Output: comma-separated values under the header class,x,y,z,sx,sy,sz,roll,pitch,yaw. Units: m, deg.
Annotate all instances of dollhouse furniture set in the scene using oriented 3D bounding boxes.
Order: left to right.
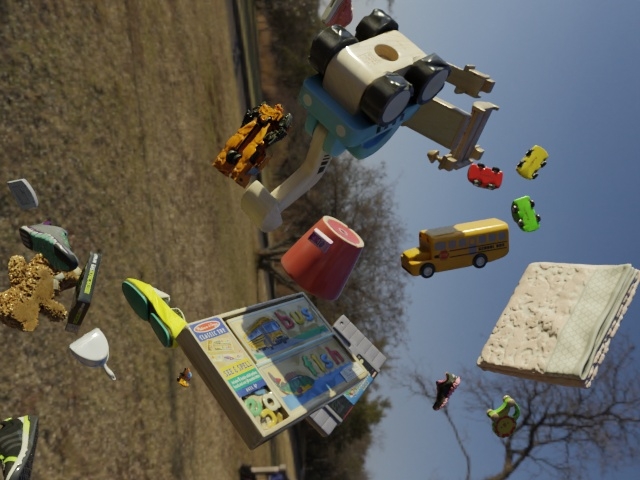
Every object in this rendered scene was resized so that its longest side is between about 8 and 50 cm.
class,x,y,z,sx,sy,sz,roll,pitch,yaw
dollhouse furniture set,0.412,-0.388,1.713,0.355,0.173,0.303,-23,141,-53

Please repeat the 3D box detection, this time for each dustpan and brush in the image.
class,x,y,z,sx,sy,sz,roll,pitch,yaw
dustpan and brush,-0.888,0.473,2.294,0.147,0.211,0.060,-37,169,-49

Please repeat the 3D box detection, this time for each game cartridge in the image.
class,x,y,z,sx,sy,sz,roll,pitch,yaw
game cartridge,-0.793,-0.124,1.529,0.017,0.055,0.083,-75,155,-57
game cartridge,0.049,0.446,1.909,0.355,0.230,0.068,-45,175,-34

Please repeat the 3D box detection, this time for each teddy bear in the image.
class,x,y,z,sx,sy,sz,roll,pitch,yaw
teddy bear,-0.906,0.151,1.829,0.245,0.113,0.338,49,36,-42

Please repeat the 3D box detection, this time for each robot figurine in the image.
class,x,y,z,sx,sy,sz,roll,pitch,yaw
robot figurine,-0.211,-0.319,1.854,0.211,0.291,0.085,35,-7,39

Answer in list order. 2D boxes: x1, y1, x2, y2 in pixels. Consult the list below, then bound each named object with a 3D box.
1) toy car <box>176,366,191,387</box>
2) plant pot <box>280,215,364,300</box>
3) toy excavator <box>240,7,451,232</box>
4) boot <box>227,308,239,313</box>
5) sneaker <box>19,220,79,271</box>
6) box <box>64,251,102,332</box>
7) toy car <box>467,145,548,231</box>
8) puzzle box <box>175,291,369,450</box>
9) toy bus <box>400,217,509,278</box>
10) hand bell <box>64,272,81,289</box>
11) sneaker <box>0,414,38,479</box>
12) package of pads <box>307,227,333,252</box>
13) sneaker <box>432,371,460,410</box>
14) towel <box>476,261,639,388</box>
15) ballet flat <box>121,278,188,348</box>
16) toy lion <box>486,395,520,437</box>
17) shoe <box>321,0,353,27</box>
class,x,y,z,sx,sy,sz,roll,pitch,yaw
toy car,-0.462,0.477,1.928,0.060,0.040,0.122,-50,-168,10
plant pot,0.024,0.057,2.228,0.243,0.274,0.275,-54,-164,16
toy excavator,0.035,-0.242,1.318,0.222,0.432,0.445,45,-37,17
boot,-0.243,0.377,2.132,0.091,0.262,0.229,-54,-150,15
sneaker,-0.679,0.002,1.482,0.098,0.223,0.083,-34,141,-45
box,-0.735,0.162,1.771,0.191,0.045,0.184,-49,-149,40
toy car,0.535,-0.127,1.572,0.053,0.238,0.225,116,-43,-81
puzzle box,-0.087,0.256,1.251,0.052,0.272,0.408,-51,159,27
toy bus,0.425,0.024,1.817,0.108,0.332,0.130,-128,-150,-70
hand bell,-0.920,0.180,1.981,0.126,0.242,0.126,53,-16,22
sneaker,-0.678,0.467,1.242,0.234,0.097,0.084,-137,-127,-65
package of pads,0.000,0.000,2.033,0.050,0.083,0.032,-53,173,25
sneaker,0.345,0.424,1.617,0.119,0.057,0.047,-57,170,3
towel,0.562,0.188,1.377,0.332,0.053,0.317,-54,-159,-20
ballet flat,-0.363,0.158,1.289,0.231,0.077,0.077,38,-50,34
toy lion,0.527,0.508,1.625,0.096,0.100,0.034,52,-4,-12
shoe,0.082,-0.779,1.887,0.178,0.081,0.063,-54,-143,19
